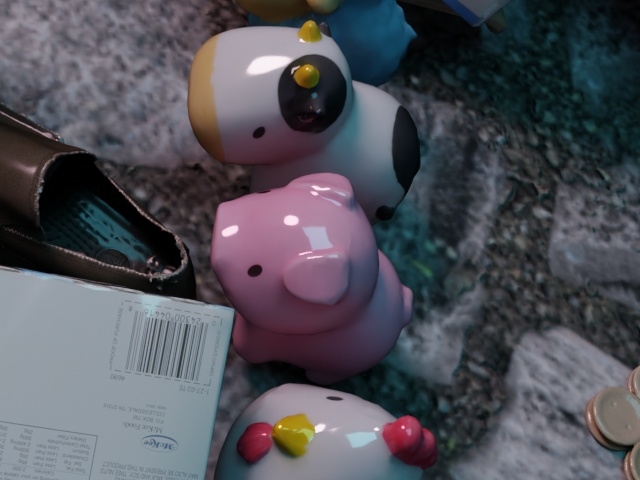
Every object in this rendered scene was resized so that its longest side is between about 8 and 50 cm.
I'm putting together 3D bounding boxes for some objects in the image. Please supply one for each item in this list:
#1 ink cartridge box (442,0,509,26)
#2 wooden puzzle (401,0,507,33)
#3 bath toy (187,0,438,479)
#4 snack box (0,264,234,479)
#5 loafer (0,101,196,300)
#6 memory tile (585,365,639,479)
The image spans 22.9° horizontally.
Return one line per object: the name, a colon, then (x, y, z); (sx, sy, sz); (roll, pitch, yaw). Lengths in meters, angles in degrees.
ink cartridge box: (0.110, -0.316, 0.967); (0.198, 0.197, 0.270); (37, 42, -14)
wooden puzzle: (0.005, -0.241, 1.003); (0.238, 0.044, 0.221); (12, 53, -37)
bath toy: (0.000, 0.000, 0.826); (0.151, 0.129, 0.348); (18, 57, -30)
snack box: (-0.211, 0.092, 0.685); (0.321, 0.060, 0.187); (11, 87, -18)
loafer: (-0.150, -0.032, 0.820); (0.220, 0.078, 0.080); (32, 54, -4)
memory tile: (0.232, 0.134, 0.932); (0.113, 0.012, 0.148); (-28, 77, -33)
